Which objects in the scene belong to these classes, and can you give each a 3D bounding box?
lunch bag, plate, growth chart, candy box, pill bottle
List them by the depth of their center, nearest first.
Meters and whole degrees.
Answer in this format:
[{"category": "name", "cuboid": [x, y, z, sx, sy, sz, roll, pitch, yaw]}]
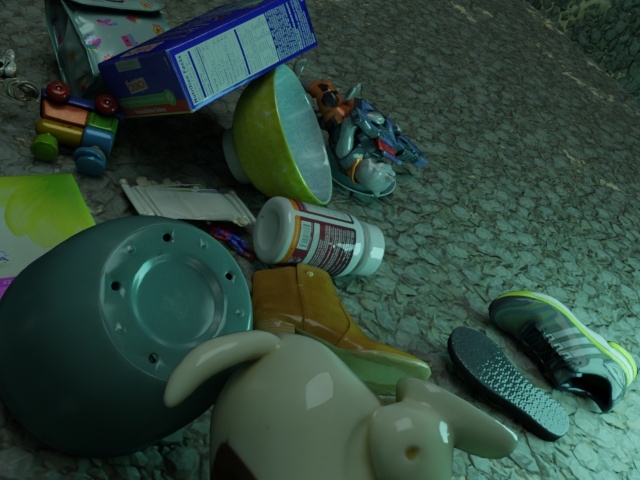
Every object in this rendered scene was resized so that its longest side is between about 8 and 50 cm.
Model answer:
[{"category": "pill bottle", "cuboid": [0.000, 0.000, 1.268, 0.221, 0.121, 0.121, 13, 38, -33]}, {"category": "growth chart", "cuboid": [-0.238, -0.069, 1.285, 0.237, 0.021, 0.172, 3, 29, -27]}, {"category": "candy box", "cuboid": [-0.209, -0.347, 1.311, 0.317, 0.122, 0.268, -36, 29, -32]}, {"category": "lunch bag", "cuboid": [-0.426, -0.411, 1.445, 0.223, 0.160, 0.262, -12, 73, -40]}, {"category": "plate", "cuboid": [0.081, -0.155, 1.590, 0.188, 0.024, 0.188, 15, 39, -12]}]

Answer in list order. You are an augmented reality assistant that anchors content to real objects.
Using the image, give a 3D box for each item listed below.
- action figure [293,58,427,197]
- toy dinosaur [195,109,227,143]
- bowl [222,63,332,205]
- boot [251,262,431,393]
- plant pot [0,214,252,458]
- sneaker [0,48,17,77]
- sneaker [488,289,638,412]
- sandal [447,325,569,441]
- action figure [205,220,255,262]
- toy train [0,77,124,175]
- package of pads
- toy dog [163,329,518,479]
[{"category": "action figure", "cuboid": [0.088, -0.229, 1.583, 0.341, 0.178, 0.330, 28, 31, -51]}, {"category": "toy dinosaur", "cuboid": [-0.234, -0.245, 1.507, 0.183, 0.053, 0.092, 37, 23, 2]}, {"category": "bowl", "cuboid": [-0.099, -0.186, 1.390, 0.156, 0.290, 0.290, -17, 37, 16]}, {"category": "boot", "cuboid": [0.029, 0.133, 1.156, 0.294, 0.104, 0.211, 10, 40, -13]}, {"category": "plant pot", "cuboid": [-0.218, 0.101, 0.855, 0.292, 0.235, 0.293, 16, 62, -32]}, {"category": "sneaker", "cuboid": [-0.634, -0.360, 1.415, 0.036, 0.032, 0.083, -1, 44, -31]}, {"category": "sneaker", "cuboid": [0.447, 0.203, 1.314, 0.299, 0.111, 0.121, 31, 42, 10]}, {"category": "sandal", "cuboid": [0.314, 0.257, 1.225, 0.254, 0.054, 0.097, 44, 47, 7]}, {"category": "action figure", "cuboid": [-0.161, -0.004, 1.272, 0.115, 0.030, 0.038, 30, 40, 10]}, {"category": "toy train", "cuboid": [-0.493, -0.207, 1.272, 0.247, 0.105, 0.143, 14, 52, -16]}, {"category": "package of pads", "cuboid": [-0.433, 0.030, 1.015, 0.229, 0.101, 0.297, -7, 48, -37]}, {"category": "toy dog", "cuboid": [-0.019, 0.326, 0.712, 0.395, 0.284, 0.408, 41, 60, -39]}]
